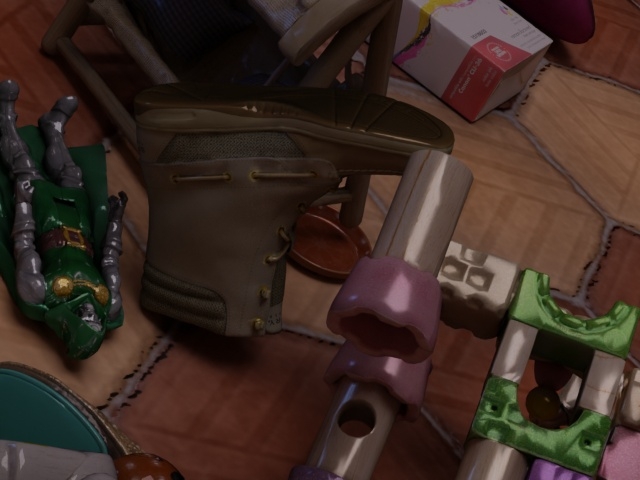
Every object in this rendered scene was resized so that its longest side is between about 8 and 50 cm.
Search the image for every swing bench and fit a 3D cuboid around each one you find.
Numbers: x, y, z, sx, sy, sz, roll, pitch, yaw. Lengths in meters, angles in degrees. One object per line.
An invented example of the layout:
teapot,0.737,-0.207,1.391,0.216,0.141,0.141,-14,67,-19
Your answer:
swing bench,-0.051,-0.174,1.309,0.165,0.255,0.253,-9,47,-40

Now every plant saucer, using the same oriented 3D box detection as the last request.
plant saucer,0.000,0.000,1.356,0.083,0.013,0.083,19,35,-15

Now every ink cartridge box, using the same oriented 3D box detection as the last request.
ink cartridge box,0.105,-0.208,1.658,0.198,0.067,0.115,39,35,12

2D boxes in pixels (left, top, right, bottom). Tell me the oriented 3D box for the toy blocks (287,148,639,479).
toy blocks,0.125,0.153,1.119,0.288,0.309,0.260,20,66,4

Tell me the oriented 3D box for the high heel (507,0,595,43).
high heel,0.119,-0.320,1.820,0.181,0.127,0.377,-28,64,-20

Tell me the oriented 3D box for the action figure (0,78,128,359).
action figure,-0.178,-0.011,1.196,0.137,0.063,0.232,10,42,-33

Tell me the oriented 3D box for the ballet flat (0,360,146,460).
ballet flat,-0.122,0.148,1.040,0.206,0.073,0.067,42,8,13

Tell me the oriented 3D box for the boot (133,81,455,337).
boot,-0.020,-0.016,1.176,0.213,0.165,0.077,6,21,10

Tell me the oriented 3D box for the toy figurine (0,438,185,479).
toy figurine,-0.130,0.206,0.816,0.148,0.213,0.209,16,32,-36
